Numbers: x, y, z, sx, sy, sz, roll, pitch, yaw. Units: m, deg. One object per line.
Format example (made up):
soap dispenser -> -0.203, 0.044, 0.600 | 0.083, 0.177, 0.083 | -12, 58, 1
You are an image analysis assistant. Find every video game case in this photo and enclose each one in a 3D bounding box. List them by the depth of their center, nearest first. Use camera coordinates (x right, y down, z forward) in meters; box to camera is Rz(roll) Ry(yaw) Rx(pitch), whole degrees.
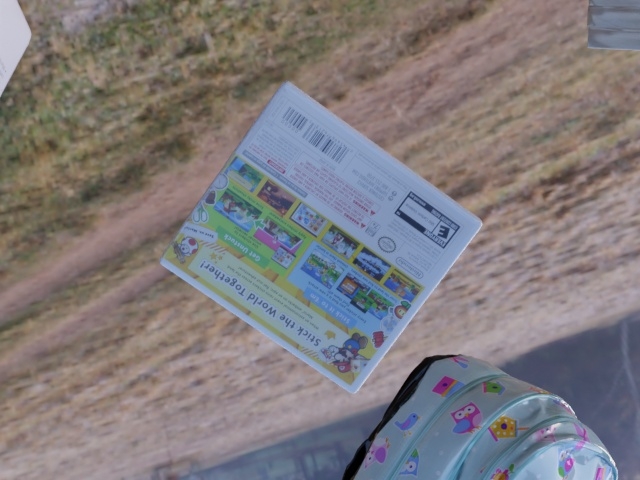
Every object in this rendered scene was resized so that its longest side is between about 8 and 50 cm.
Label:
video game case -> 0.000, 0.000, 0.918 | 0.206, 0.227, 0.026 | -54, -173, 8

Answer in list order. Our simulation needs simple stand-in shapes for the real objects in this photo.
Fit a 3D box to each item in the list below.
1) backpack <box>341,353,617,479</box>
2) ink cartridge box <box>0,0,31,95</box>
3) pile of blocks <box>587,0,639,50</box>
backpack -> 0.073, 0.157, 0.536 | 0.115, 0.182, 0.152 | 28, 180, 40
ink cartridge box -> -0.265, -0.107, 0.508 | 0.066, 0.261, 0.296 | 13, 154, 8
pile of blocks -> 0.423, -0.280, 0.918 | 0.362, 0.149, 0.112 | -19, -168, 32
